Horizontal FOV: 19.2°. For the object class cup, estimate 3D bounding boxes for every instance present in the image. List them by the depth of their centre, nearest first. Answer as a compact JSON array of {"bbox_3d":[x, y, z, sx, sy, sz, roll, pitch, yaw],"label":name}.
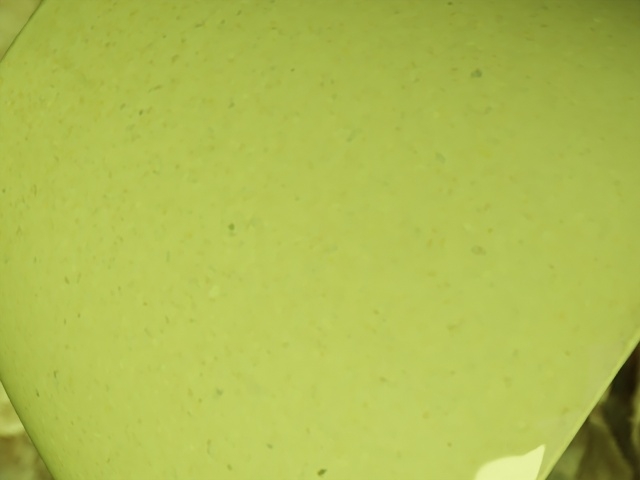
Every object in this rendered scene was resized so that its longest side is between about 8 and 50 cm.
[{"bbox_3d":[0.000,0.000,0.720,0.237,0.331,0.331,35,85,9],"label":"cup"}]
